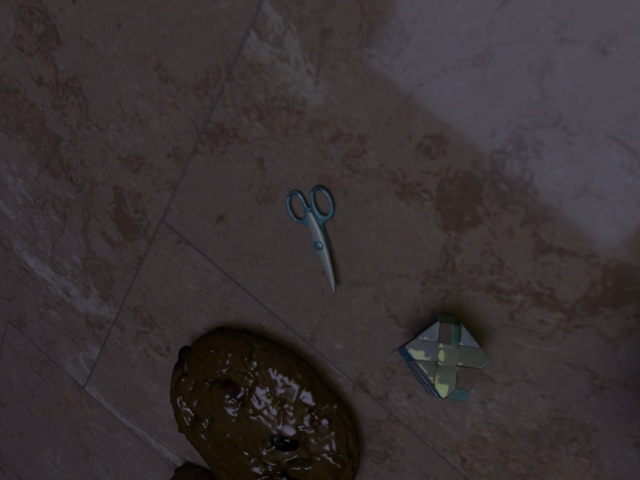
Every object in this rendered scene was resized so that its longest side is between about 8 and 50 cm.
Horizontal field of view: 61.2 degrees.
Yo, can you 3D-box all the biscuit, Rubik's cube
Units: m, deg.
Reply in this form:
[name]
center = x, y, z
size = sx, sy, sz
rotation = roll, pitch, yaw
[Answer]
[biscuit]
center = -0.086, 0.252, 0.722
size = 0.296, 0.075, 0.295
rotation = 12, 118, 22
[Rubik's cube]
center = 0.129, 0.116, 0.545
size = 0.073, 0.075, 0.084
rotation = -37, 95, -9

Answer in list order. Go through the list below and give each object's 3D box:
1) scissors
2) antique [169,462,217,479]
[scissors]
center = 0.000, 0.000, 0.587
size = 0.058, 0.014, 0.119
rotation = -9, 106, 32
[antique]
center = -0.104, 0.443, 0.821
size = 0.310, 0.087, 0.093
rotation = 10, 120, 22
